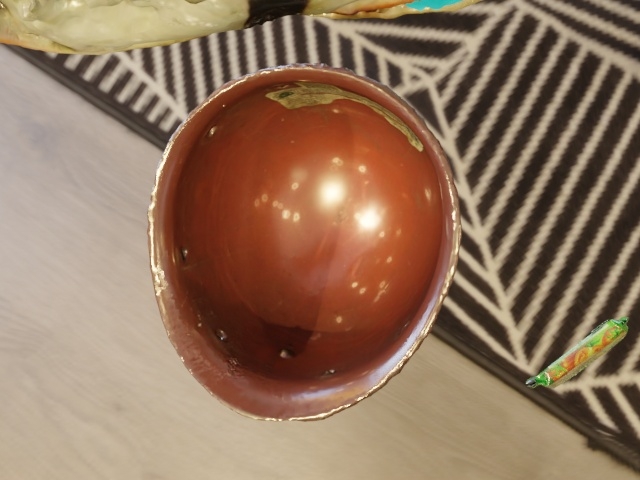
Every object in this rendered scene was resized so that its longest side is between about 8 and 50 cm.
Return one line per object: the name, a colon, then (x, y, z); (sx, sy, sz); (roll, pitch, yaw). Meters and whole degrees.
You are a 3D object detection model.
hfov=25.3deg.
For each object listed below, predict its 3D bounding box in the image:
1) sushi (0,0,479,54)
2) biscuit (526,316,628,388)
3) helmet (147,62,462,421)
sushi: (-0.023, -0.115, 0.482); (0.273, 0.109, 0.134); (-27, 69, 4)
biscuit: (0.196, 0.086, 1.067); (0.089, 0.046, 0.016); (-39, 73, 9)
helmet: (0.000, 0.000, 0.724); (0.155, 0.106, 0.175); (9, 96, 13)
